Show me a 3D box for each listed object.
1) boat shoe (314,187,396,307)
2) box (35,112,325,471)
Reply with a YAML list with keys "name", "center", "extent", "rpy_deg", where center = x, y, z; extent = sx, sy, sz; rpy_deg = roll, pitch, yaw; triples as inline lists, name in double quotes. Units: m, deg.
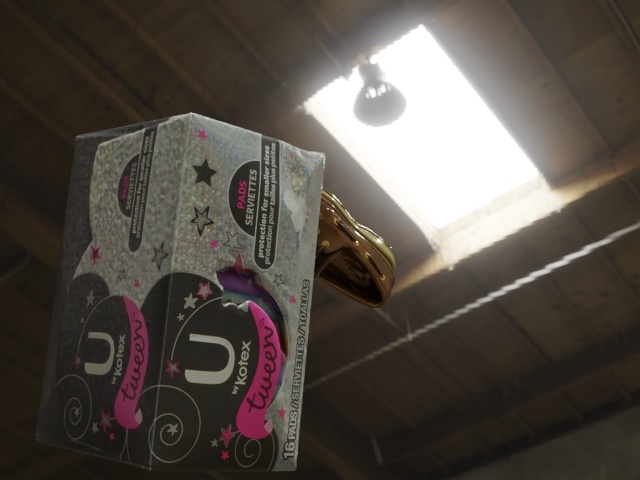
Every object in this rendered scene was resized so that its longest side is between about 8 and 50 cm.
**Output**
- name: "boat shoe"
  center: [0.000, 0.000, 0.862]
  extent: [0.178, 0.060, 0.064]
  rpy_deg: [35, -59, -22]
- name: "box"
  center: [-0.107, 0.043, 0.730]
  extent: [0.142, 0.247, 0.163]
  rpy_deg: [12, -10, -43]
